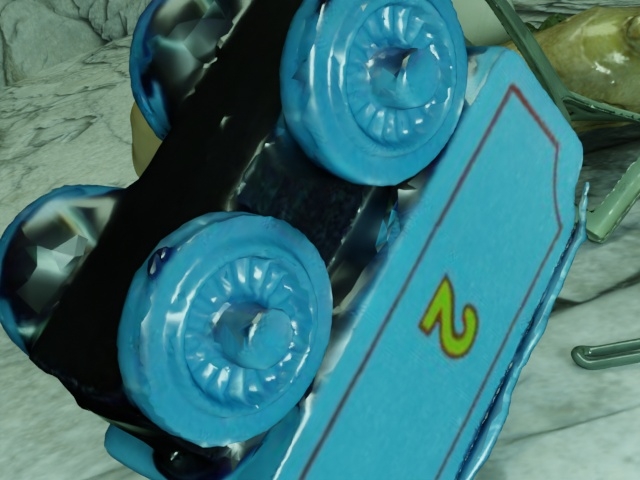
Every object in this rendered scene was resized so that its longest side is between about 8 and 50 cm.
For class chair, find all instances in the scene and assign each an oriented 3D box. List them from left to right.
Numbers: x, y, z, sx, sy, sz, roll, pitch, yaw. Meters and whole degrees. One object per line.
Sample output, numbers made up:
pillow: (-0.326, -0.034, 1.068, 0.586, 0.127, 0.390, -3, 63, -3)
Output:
chair: (0.166, -0.102, 0.889, 0.190, 0.275, 0.203, -58, 30, -3)

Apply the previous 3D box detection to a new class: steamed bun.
steamed bun: (0.157, -0.308, 1.301, 0.146, 0.164, 0.241, -23, 35, 7)

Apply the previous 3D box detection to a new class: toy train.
toy train: (0.000, 0.004, 0.561, 0.188, 0.265, 0.300, 11, 66, 48)

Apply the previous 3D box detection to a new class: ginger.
ginger: (0.267, -0.168, 1.068, 0.354, 0.126, 0.190, -16, -9, 13)

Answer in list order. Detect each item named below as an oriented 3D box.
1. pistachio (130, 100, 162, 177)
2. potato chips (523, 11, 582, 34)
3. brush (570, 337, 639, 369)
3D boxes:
pistachio: (-0.060, -0.112, 1.068, 0.309, 0.230, 0.230, -4, 23, 40)
potato chips: (0.271, -0.251, 1.383, 0.358, 0.070, 0.429, -4, 23, 23)
brush: (0.289, 0.055, 0.629, 0.266, 0.027, 0.062, -12, 19, 21)
